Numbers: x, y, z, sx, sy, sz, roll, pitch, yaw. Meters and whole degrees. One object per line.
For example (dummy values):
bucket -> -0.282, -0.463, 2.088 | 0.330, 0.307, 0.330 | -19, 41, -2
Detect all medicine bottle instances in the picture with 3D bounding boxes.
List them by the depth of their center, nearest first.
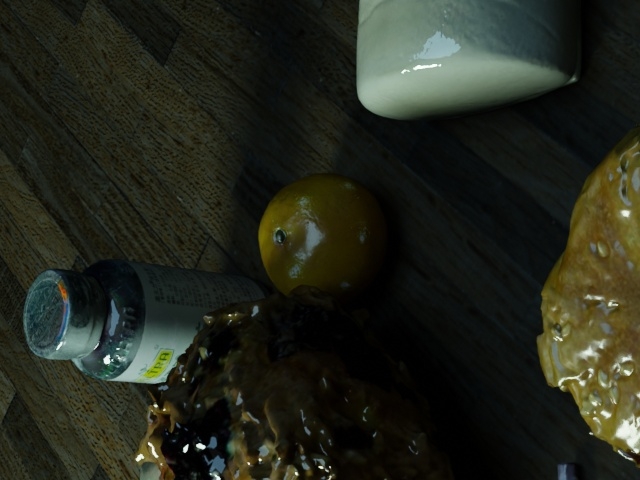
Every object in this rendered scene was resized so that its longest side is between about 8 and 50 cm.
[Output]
medicine bottle -> -0.197, 0.097, 1.671 | 0.141, 0.293, 0.141 | -13, 73, 47

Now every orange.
orange -> 0.000, 0.000, 1.598 | 0.156, 0.124, 0.156 | -17, 67, 46

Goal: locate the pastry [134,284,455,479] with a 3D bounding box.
pastry -> -0.022, 0.240, 1.441 | 0.337, 0.292, 0.405 | -39, 54, 52

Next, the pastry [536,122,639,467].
pastry -> 0.324, 0.043, 1.200 | 0.255, 0.162, 0.310 | 42, 124, 32

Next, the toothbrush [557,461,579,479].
toothbrush -> 0.243, 0.385, 1.328 | 0.029, 0.024, 0.353 | -11, 75, 41

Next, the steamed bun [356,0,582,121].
steamed bun -> 0.135, -0.212, 1.458 | 0.242, 0.164, 0.146 | -11, 73, 48

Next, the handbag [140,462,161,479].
handbag -> -0.159, 0.356, 1.720 | 0.182, 0.117, 0.270 | -19, 70, 54
